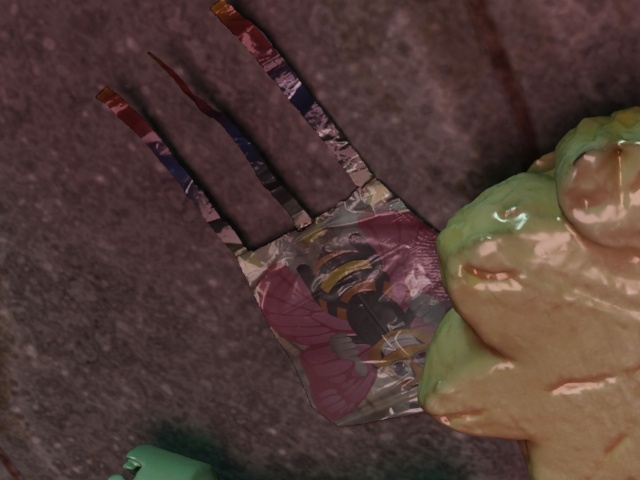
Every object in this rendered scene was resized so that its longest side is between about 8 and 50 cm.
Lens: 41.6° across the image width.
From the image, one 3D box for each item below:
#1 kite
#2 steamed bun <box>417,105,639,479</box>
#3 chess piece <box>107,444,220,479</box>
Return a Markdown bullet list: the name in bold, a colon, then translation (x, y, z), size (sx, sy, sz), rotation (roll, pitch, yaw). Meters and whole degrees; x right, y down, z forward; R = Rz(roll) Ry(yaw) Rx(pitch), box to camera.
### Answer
- **kite**: translation (0.001, -0.002, 0.624), size (0.204, 0.022, 0.360), rotation (-27, 111, 26)
- **steamed bun**: translation (0.202, 0.047, 0.534), size (0.292, 0.137, 0.295), rotation (-28, 113, 24)
- **chess piece**: translation (-0.038, 0.272, 0.695), size (0.299, 0.194, 0.195), rotation (16, 120, 16)
